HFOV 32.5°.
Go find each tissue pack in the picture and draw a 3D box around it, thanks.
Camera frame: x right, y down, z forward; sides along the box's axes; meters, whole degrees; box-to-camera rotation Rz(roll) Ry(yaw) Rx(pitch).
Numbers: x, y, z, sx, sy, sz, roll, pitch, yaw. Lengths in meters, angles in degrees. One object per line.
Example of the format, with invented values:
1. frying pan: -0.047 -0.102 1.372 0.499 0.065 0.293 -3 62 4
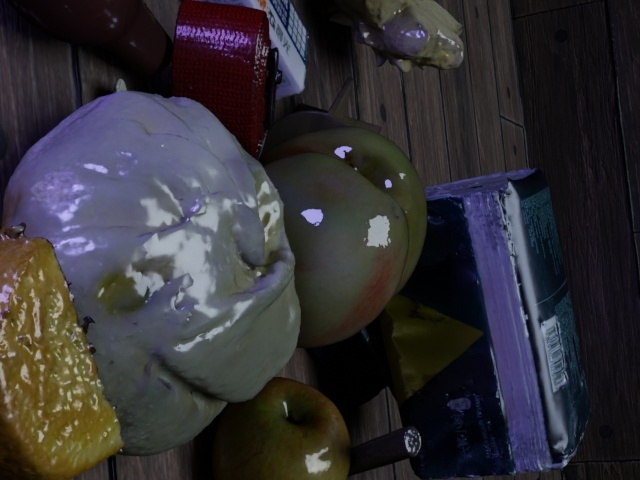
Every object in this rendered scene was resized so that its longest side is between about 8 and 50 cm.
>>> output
1. tissue pack: 0.238 0.113 1.624 0.264 0.253 0.416 -26 107 -65

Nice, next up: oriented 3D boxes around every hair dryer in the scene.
1. hair dryer: -0.257 -0.354 1.130 0.312 0.123 0.340 32 43 -75

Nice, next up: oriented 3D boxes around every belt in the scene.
1. belt: -0.108 -0.181 1.293 0.128 0.124 0.200 -80 176 -52

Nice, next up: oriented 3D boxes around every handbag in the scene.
1. handbag: 0.073 0.066 1.731 0.303 0.122 0.329 60 32 -41

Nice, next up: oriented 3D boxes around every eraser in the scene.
1. eraser: -0.108 -0.324 1.457 0.287 0.086 0.130 58 31 -45

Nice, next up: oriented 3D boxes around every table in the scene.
1. table: 0.011 -0.146 1.613 0.226 0.167 0.167 -66 143 -62

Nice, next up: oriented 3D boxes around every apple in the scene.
1. apple: -0.050 0.264 1.327 0.182 0.182 0.155 -59 168 -56

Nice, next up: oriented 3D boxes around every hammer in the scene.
1. hammer: 0.037 0.282 1.380 0.365 0.044 0.111 137 -40 -62

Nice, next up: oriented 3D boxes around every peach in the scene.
1. peach: -0.001 0.000 1.367 0.292 0.247 0.292 -156 -90 -81

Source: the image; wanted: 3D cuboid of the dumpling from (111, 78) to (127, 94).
1. dumpling: -0.213 -0.141 1.211 0.077 0.043 0.059 51 18 -26

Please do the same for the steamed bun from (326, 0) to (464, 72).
1. steamed bun: 0.111 -0.379 1.849 0.295 0.137 0.292 25 29 -44

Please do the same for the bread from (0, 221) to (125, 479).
1. bread: -0.259 0.113 0.890 0.139 0.143 0.229 -51 128 -61

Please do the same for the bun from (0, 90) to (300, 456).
1. bun: -0.146 0.032 1.091 0.365 0.219 0.365 28 58 -59
